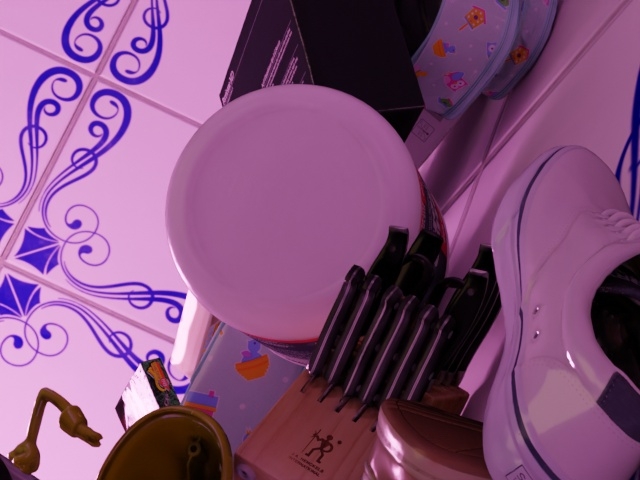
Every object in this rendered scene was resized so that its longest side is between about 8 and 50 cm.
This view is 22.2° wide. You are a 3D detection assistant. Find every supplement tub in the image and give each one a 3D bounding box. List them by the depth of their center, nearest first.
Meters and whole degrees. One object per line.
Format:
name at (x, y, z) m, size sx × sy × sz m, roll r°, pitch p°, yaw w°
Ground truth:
supplement tub at (0.000, 0.000, 1.289) m, size 0.191 × 0.191 × 0.272 m, roll -65°, pitch -15°, yaw -6°

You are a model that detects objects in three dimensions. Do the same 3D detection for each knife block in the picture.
knife block at (0.042, 0.124, 1.128) m, size 0.242 × 0.088 × 0.276 m, roll -46°, pitch -25°, yaw -34°

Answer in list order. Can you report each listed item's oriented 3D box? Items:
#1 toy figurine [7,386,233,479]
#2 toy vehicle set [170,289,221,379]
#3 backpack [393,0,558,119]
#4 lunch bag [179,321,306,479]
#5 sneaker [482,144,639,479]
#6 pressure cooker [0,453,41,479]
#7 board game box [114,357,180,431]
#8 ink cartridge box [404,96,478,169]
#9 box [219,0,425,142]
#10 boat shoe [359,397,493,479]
toy figurine at (-0.130, 0.303, 1.087) m, size 0.191 × 0.217 × 0.363 m, roll 9°, pitch 71°, yaw 37°
toy vehicle set at (-0.079, 0.025, 1.818) m, size 0.166 × 0.035 × 0.267 m, roll -37°, pitch -23°, yaw -38°
backpack at (0.131, -0.204, 1.494) m, size 0.166 × 0.144 × 0.188 m, roll -48°, pitch 17°, yaw 50°
lunch bag at (-0.060, 0.177, 1.556) m, size 0.279 × 0.107 × 0.224 m, roll -63°, pitch -16°, yaw -5°
sneaker at (0.142, 0.028, 0.792) m, size 0.091 × 0.094 × 0.258 m, roll -39°, pitch 23°, yaw 32°
pressure cooker at (-0.320, 0.432, 1.607) m, size 0.369 × 0.420 × 0.376 m, roll -23°, pitch 44°, yaw 29°
board game box at (-0.145, 0.265, 1.726) m, size 0.030 × 0.260 × 0.136 m, roll -16°, pitch -19°, yaw -29°
ink cartridge box at (0.061, -0.096, 1.745) m, size 0.296 × 0.066 × 0.261 m, roll -50°, pitch 8°, yaw 3°
box at (-0.006, -0.129, 1.499) m, size 0.261 × 0.103 × 0.184 m, roll 118°, pitch 138°, yaw -60°
boat shoe at (0.070, 0.139, 0.874) m, size 0.285 × 0.104 × 0.089 m, roll 54°, pitch -127°, yaw -84°
